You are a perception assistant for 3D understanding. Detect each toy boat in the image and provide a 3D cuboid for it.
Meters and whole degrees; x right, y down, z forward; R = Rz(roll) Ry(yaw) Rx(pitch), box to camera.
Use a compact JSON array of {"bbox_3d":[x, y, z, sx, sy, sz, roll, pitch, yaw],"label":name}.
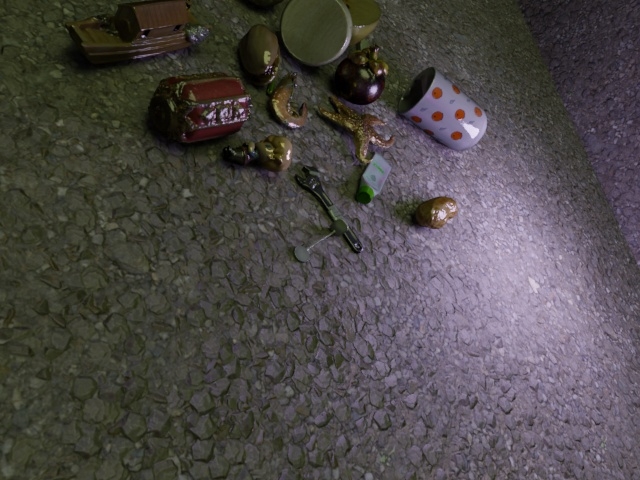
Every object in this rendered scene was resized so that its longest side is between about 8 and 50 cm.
[{"bbox_3d":[-0.469,-0.564,1.431,0.135,0.162,0.445,53,44,-1],"label":"toy boat"}]

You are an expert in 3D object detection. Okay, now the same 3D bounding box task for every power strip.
[{"bbox_3d":[0.174,-0.747,2.160,0.048,0.030,0.191,21,51,-29],"label":"power strip"}]

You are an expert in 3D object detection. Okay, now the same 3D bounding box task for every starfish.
[{"bbox_3d":[0.133,-0.407,1.874,0.303,0.060,0.299,36,46,-11],"label":"starfish"}]

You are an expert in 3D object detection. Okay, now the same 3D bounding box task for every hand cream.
[{"bbox_3d":[0.182,-0.211,1.810,0.079,0.050,0.275,64,33,-26],"label":"hand cream"}]

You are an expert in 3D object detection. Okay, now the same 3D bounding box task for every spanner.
[{"bbox_3d":[0.029,-0.091,1.619,0.087,0.024,0.315,-30,84,-44],"label":"spanner"}]

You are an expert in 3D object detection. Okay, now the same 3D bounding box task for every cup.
[{"bbox_3d":[0.496,-0.506,2.129,0.318,0.212,0.212,31,47,-20],"label":"cup"}]

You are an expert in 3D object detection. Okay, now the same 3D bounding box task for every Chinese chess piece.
[{"bbox_3d":[-0.015,-0.729,1.844,0.250,0.250,0.101,40,19,-10],"label":"Chinese chess piece"}]

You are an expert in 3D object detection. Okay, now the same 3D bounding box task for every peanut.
[{"bbox_3d":[0.409,-0.098,1.876,0.226,0.095,0.108,-23,93,-49],"label":"peanut"}]

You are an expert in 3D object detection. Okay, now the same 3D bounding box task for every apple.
[{"bbox_3d":[0.057,-0.861,1.999,0.295,0.234,0.257,44,59,-21],"label":"apple"}]

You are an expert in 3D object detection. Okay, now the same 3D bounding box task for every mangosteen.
[{"bbox_3d":[0.156,-0.595,1.913,0.192,0.217,0.192,20,45,-22],"label":"mangosteen"}]

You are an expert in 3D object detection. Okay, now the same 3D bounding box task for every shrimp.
[{"bbox_3d":[-0.094,-0.460,1.749,0.144,0.052,0.250,37,52,-28],"label":"shrimp"}]

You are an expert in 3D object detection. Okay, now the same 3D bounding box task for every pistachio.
[{"bbox_3d":[-0.193,-0.590,1.702,0.129,0.132,0.205,59,23,-62],"label":"pistachio"}]

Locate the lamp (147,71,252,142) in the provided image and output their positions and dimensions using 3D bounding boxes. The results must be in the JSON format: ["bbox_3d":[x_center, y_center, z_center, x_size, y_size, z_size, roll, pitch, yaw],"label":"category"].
[{"bbox_3d":[-0.309,-0.350,1.413,0.274,0.177,0.177,-22,78,-45],"label":"lamp"}]

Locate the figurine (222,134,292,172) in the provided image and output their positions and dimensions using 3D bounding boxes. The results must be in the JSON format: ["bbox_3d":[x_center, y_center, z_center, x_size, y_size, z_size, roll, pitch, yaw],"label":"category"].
[{"bbox_3d":[-0.175,-0.248,1.508,0.196,0.114,0.108,1,86,-27],"label":"figurine"}]

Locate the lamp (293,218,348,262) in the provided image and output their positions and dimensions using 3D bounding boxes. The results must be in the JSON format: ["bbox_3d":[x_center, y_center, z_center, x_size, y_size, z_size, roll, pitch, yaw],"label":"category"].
[{"bbox_3d":[0.000,0.000,1.514,0.198,0.056,0.050,-36,91,-43],"label":"lamp"}]

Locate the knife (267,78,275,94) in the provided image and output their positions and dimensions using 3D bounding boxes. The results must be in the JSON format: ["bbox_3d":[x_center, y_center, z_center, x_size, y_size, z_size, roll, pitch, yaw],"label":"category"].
[{"bbox_3d":[-0.157,-0.540,1.765,0.026,0.022,0.184,51,33,-45],"label":"knife"}]

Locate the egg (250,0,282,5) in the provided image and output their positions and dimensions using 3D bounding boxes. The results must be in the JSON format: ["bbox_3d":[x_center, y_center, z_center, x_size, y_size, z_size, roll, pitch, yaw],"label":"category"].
[{"bbox_3d":[-0.196,-0.908,1.883,0.202,0.164,0.164,-16,73,-39],"label":"egg"}]
